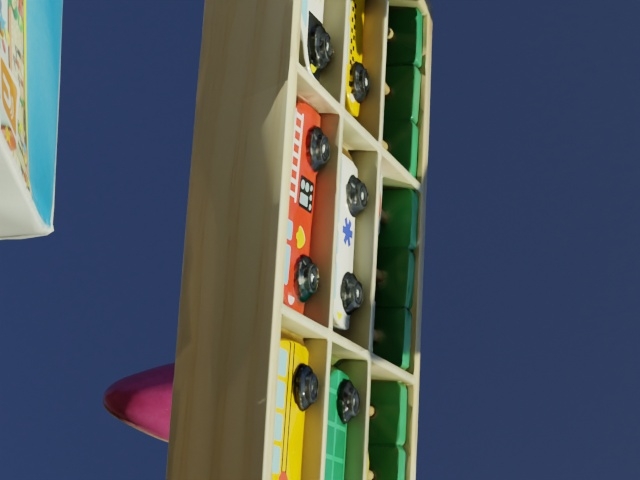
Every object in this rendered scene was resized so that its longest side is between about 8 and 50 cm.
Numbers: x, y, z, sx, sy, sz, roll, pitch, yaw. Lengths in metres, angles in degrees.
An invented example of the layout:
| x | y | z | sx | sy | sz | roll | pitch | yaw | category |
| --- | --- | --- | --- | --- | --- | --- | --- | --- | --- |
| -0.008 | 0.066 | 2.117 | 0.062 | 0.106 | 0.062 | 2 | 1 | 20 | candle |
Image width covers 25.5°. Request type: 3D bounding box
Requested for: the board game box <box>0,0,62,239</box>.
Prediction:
| x | y | z | sx | sy | sz | roll | pitch | yaw | category |
| --- | --- | --- | --- | --- | --- | --- | --- | --- | --- |
| -0.128 | -0.166 | 0.274 | 0.097 | 0.303 | 0.224 | -5 | -120 | 1 | board game box |

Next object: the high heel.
| x | y | z | sx | sy | sz | roll | pitch | yaw | category |
| --- | --- | --- | --- | --- | --- | --- | --- | --- | --- |
| -0.035 | 0.084 | 1.011 | 0.082 | 0.244 | 0.117 | 48 | -57 | 50 | high heel |

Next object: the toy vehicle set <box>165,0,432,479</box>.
| x | y | z | sx | sy | sz | roll | pitch | yaw | category |
| --- | --- | --- | --- | --- | --- | --- | --- | --- | --- |
| 0.000 | 0.000 | 0.549 | 0.035 | 0.166 | 0.267 | -2 | -104 | 21 | toy vehicle set |
